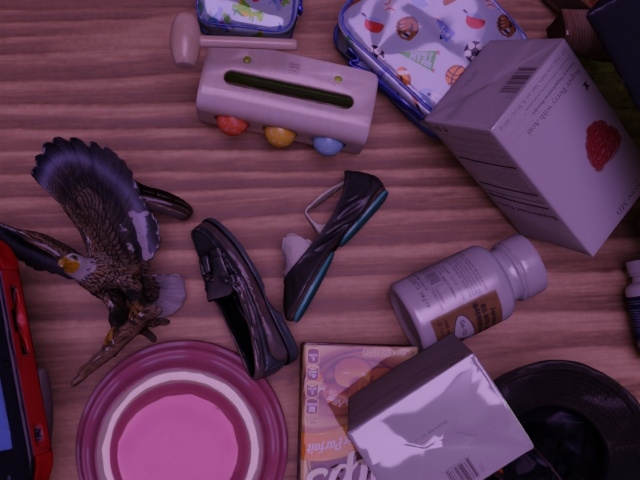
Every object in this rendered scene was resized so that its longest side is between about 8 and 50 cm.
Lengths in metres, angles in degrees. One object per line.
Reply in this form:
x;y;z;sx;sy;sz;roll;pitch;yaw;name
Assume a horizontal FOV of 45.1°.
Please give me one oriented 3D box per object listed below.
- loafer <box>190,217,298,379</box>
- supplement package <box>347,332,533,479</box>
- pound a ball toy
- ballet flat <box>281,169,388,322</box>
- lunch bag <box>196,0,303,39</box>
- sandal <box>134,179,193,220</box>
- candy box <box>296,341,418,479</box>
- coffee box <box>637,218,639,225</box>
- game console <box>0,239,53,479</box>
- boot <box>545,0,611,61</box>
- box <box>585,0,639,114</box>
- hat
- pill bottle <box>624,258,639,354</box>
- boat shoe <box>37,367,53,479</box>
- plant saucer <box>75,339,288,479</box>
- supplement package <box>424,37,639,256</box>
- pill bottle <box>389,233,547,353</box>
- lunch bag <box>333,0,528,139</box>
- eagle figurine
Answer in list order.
-0.134;0.092;1.210;0.084;0.096;0.268;-32;89;-34;loafer
0.155;0.251;1.071;0.194;0.203;0.149;-32;89;2;supplement package
-0.076;-0.225;1.202;0.318;0.208;0.136;11;83;-4;pound a ball toy
0.000;0.000;1.250;0.096;0.095;0.280;33;72;9;ballet flat
-0.113;-0.436;1.280;0.175;0.090;0.219;5;84;-3;lunch bag
-0.315;-0.068;1.238;0.219;0.090;0.060;21;104;-9;sandal
0.056;0.321;1.215;0.182;0.087;0.317;2;83;-5;candy box
0.659;0.044;1.245;0.168;0.118;0.297;-29;86;-51;coffee box
-0.557;0.203;1.122;0.341;0.060;0.387;-14;84;20;game console
0.496;-0.443;1.331;0.220;0.109;0.284;-2;73;-13;boot
0.655;-0.233;1.072;0.472;0.297;0.480;59;39;-9;box
0.355;0.344;1.218;0.331;0.134;0.332;0;89;11;hat
0.561;0.111;1.278;0.094;0.094;0.170;-12;85;-6;pill bottle
-0.459;0.329;1.171;0.088;0.096;0.268;2;92;-9;boat shoe
-0.214;0.321;1.194;0.331;0.084;0.333;1;84;-6;plant saucer
0.341;-0.144;1.190;0.293;0.175;0.178;43;82;-28;supplement package
0.238;0.083;1.235;0.229;0.131;0.131;-25;87;-7;pill bottle
0.174;-0.330;1.285;0.303;0.115;0.243;42;84;0;lunch bag
-0.347;0.022;1.154;0.226;0.225;0.298;-29;74;-26;eagle figurine
